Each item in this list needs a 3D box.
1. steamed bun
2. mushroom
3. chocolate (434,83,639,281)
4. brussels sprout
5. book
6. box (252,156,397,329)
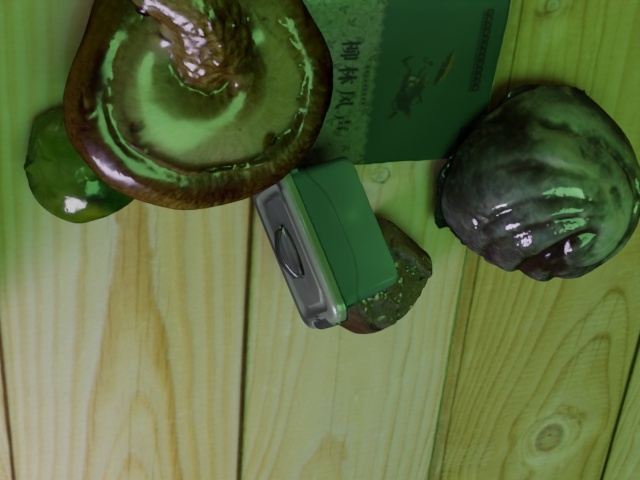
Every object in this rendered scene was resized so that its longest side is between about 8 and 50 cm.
[{"bbox_3d":[0.079,0.062,1.676,0.175,0.106,0.145,-42,126,6],"label":"steamed bun"},{"bbox_3d":[-0.143,-0.194,1.301,0.345,0.259,0.346,-4,103,-20],"label":"mushroom"},{"bbox_3d":[0.344,-0.051,1.625,0.303,0.213,0.303,-15,131,-19],"label":"chocolate"},{"bbox_3d":[-0.295,-0.091,1.420,0.149,0.122,0.152,27,110,-36],"label":"brussels sprout"},{"bbox_3d":[0.068,-0.219,1.534,0.379,0.031,0.264,-5,125,-18],"label":"book"},{"bbox_3d":[0.000,0.000,1.528,0.130,0.162,0.227,-23,88,-19],"label":"box"}]
